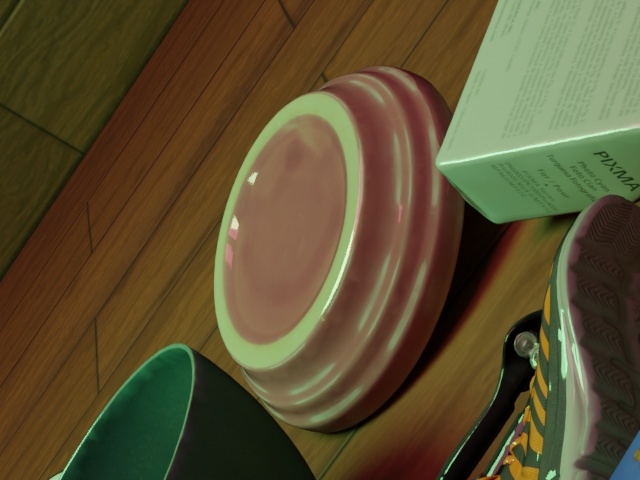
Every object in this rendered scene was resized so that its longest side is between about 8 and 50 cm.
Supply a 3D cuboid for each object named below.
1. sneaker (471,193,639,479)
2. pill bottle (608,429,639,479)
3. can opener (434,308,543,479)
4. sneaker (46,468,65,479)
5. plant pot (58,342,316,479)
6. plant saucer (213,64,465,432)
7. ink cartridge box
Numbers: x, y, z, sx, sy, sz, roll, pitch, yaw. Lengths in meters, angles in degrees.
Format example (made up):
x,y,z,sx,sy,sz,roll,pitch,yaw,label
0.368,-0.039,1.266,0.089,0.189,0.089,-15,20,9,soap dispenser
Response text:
x,y,z,sx,sy,sz,roll,pitch,yaw,label
0.138,0.124,1.113,0.180,0.124,0.321,-39,26,44,sneaker
0.202,0.152,0.852,0.272,0.152,0.152,-58,18,0,pill bottle
0.134,0.126,1.253,0.059,0.073,0.186,29,91,33,can opener
-0.301,0.386,1.835,0.295,0.124,0.178,-63,12,10,sneaker
-0.097,0.253,1.399,0.290,0.195,0.290,-51,19,24,plant pot
0.000,0.000,1.588,0.332,0.084,0.332,-35,47,50,plant saucer
0.290,-0.178,1.328,0.385,0.091,0.308,-7,51,47,ink cartridge box
